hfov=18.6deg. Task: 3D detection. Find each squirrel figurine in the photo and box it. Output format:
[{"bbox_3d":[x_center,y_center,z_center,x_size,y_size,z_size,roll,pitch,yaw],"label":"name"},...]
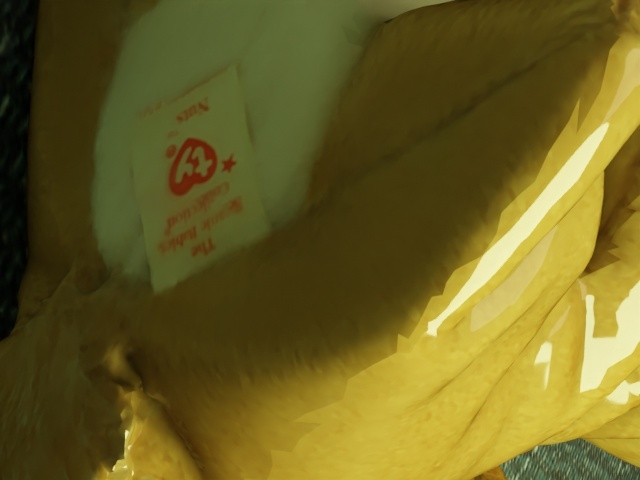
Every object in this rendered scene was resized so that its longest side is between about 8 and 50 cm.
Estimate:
[{"bbox_3d":[0.054,0.051,0.817,0.370,0.281,0.397,23,99,-47],"label":"squirrel figurine"}]
